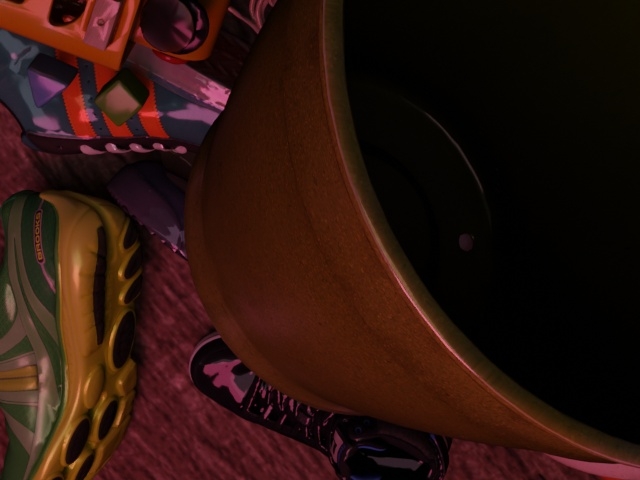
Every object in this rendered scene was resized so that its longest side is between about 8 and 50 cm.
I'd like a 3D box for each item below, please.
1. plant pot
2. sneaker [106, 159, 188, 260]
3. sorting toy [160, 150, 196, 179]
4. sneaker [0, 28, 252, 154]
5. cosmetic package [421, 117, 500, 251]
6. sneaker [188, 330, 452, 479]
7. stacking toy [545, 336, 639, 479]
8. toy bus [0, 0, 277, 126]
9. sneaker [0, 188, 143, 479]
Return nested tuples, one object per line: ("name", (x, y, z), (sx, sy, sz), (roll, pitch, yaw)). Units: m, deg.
("plant pot", (0.093, -0.036, 0.930), (0.366, 0.353, 0.366), (6, 75, -24))
("sneaker", (0.000, 0.000, 1.234), (0.319, 0.112, 0.131), (29, 94, -10))
("sorting toy", (-0.081, -0.067, 1.257), (0.083, 0.012, 0.062), (-4, 103, 11))
("sneaker", (-0.146, -0.109, 1.207), (0.302, 0.108, 0.121), (24, 114, 3))
("cosmetic package", (0.128, -0.064, 1.169), (0.099, 0.060, 0.239), (39, 85, -9))
("sneaker", (-0.002, 0.131, 1.258), (0.217, 0.121, 0.079), (16, 109, 0))
("stacking toy", (0.368, 0.157, 1.167), (0.351, 0.350, 0.480), (-28, 119, 14))
("toy bus", (-0.134, -0.161, 1.054), (0.202, 0.104, 0.191), (-21, 114, 18))
("sneaker", (-0.215, 0.091, 1.291), (0.123, 0.109, 0.295), (24, 115, 25))
